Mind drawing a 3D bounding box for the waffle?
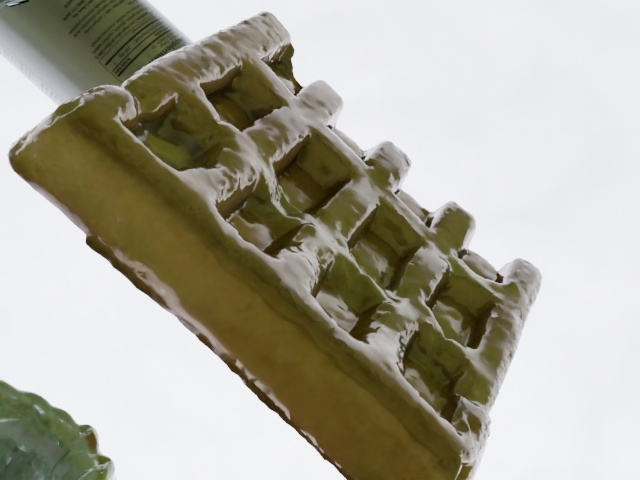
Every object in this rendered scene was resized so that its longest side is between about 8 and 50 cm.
[{"bbox_3d":[-0.001,0.000,0.678,0.348,0.077,0.304,43,-150,-1],"label":"waffle"}]

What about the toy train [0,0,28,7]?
[{"bbox_3d":[-0.060,-0.195,0.296,0.120,0.194,0.298,41,-126,20],"label":"toy train"}]

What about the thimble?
[{"bbox_3d":[-0.343,0.253,0.944,0.288,0.167,0.254,27,-160,2],"label":"thimble"}]

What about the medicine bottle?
[{"bbox_3d":[-0.234,-0.201,1.102,0.288,0.157,0.157,42,-117,-4],"label":"medicine bottle"}]
